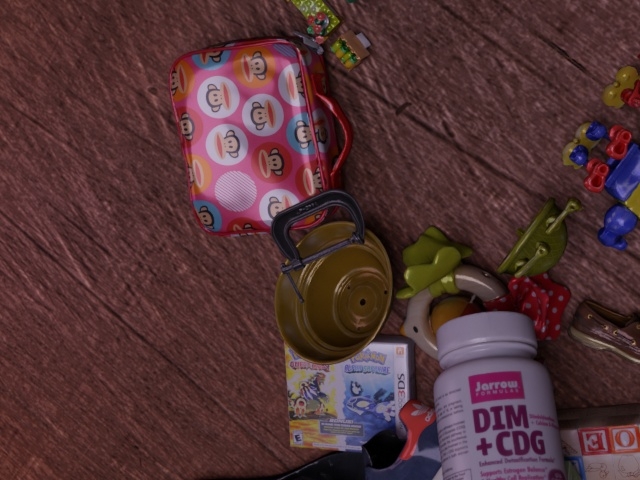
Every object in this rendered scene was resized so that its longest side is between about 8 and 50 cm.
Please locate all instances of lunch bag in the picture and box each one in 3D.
[{"bbox_3d":[-0.077,-0.157,1.689,0.258,0.120,0.293,-4,101,20],"label":"lunch bag"}]

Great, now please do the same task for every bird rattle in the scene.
[{"bbox_3d":[0.225,0.096,1.670,0.254,0.143,0.207,24,122,-1],"label":"bird rattle"}]

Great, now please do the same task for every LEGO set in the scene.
[{"bbox_3d":[-0.017,-0.379,1.623,0.132,0.107,0.286,-4,101,20],"label":"LEGO set"}]

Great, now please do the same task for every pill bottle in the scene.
[{"bbox_3d":[0.235,0.248,1.508,0.160,0.160,0.283,-15,65,22],"label":"pill bottle"}]

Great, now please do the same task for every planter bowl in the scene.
[{"bbox_3d":[0.042,0.085,1.704,0.217,0.090,0.217,-12,70,36],"label":"planter bowl"}]

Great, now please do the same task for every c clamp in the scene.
[{"bbox_3d":[0.000,0.000,1.656,0.161,0.022,0.137,-30,105,20],"label":"c clamp"}]

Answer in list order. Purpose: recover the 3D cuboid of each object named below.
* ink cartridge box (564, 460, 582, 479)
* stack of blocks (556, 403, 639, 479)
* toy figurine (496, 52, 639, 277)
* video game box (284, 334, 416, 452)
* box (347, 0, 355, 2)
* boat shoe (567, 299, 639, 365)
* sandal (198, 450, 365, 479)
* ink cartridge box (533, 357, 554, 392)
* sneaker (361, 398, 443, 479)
[{"bbox_3d":[0.250,0.413,1.595,0.235,0.171,0.056,-20,122,29],"label":"ink cartridge box"},{"bbox_3d":[0.452,0.330,1.639,0.297,0.087,0.171,-8,100,21],"label":"stack of blocks"},{"bbox_3d":[0.425,-0.047,1.503,0.217,0.191,0.362,33,96,-7],"label":"toy figurine"},{"bbox_3d":[0.048,0.239,1.781,0.205,0.048,0.187,1,100,19],"label":"video game box"},{"bbox_3d":[0.091,-0.413,1.568,0.179,0.043,0.105,-30,127,8],"label":"box"},{"bbox_3d":[0.443,0.135,1.608,0.178,0.064,0.060,18,110,17],"label":"boat shoe"},{"bbox_3d":[-0.053,0.450,1.831,0.446,0.107,0.167,-15,99,20],"label":"sandal"},{"bbox_3d":[0.267,0.227,1.673,0.135,0.099,0.056,-16,99,23],"label":"ink cartridge box"},{"bbox_3d":[0.107,0.376,1.698,0.148,0.131,0.350,36,119,14],"label":"sneaker"}]
